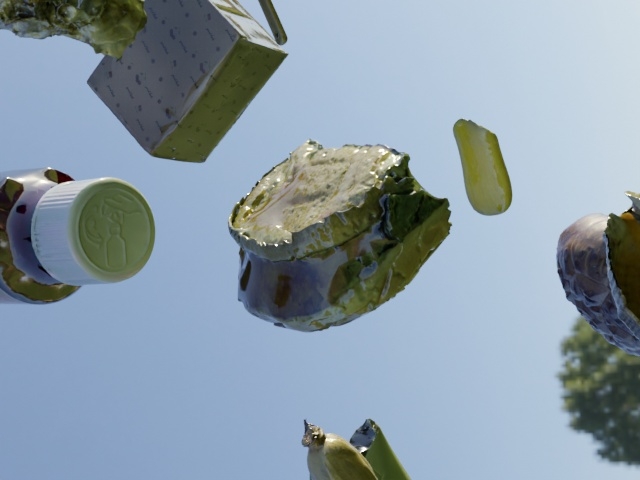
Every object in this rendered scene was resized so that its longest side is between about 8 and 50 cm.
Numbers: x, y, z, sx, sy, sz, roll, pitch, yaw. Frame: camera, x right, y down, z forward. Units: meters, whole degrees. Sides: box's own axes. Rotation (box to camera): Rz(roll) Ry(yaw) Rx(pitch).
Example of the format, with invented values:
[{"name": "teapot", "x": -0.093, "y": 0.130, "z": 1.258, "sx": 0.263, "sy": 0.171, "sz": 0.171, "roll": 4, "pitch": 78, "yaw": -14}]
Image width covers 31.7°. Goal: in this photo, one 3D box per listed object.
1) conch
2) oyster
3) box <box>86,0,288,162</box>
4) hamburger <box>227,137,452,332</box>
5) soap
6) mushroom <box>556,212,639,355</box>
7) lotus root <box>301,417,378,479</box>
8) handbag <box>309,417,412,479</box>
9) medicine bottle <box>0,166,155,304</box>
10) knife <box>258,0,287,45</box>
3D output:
[{"name": "conch", "x": 0.380, "y": 0.049, "z": 1.154, "sx": 0.178, "sy": 0.163, "sz": 0.245, "roll": -20, "pitch": -113, "yaw": -45}, {"name": "oyster", "x": -0.374, "y": -0.357, "z": 1.672, "sx": 0.107, "sy": 0.233, "sz": 0.161, "roll": 114, "pitch": 143, "yaw": -57}, {"name": "box", "x": -0.255, "y": -0.336, "z": 2.192, "sx": 0.225, "sy": 0.297, "sz": 0.190, "roll": 48, "pitch": -159, "yaw": 21}, {"name": "hamburger", "x": 0.000, "y": 0.000, "z": 1.198, "sx": 0.211, "sy": 0.309, "sz": 0.132, "roll": -44, "pitch": -66, "yaw": -13}, {"name": "soap", "x": 0.269, "y": -0.123, "z": 1.864, "sx": 0.033, "sy": 0.089, "sz": 0.168, "roll": -18, "pitch": -83, "yaw": -50}, {"name": "mushroom", "x": 0.432, "y": 0.060, "z": 1.539, "sx": 0.153, "sy": 0.253, "sz": 0.253, "roll": -46, "pitch": -41, "yaw": -14}, {"name": "lotus root", "x": 0.025, "y": 0.268, "z": 1.287, "sx": 0.150, "sy": 0.062, "sz": 0.073, "roll": 51, "pitch": -177, "yaw": -10}, {"name": "handbag", "x": 0.077, "y": 0.420, "z": 1.732, "sx": 0.315, "sy": 0.109, "sz": 0.241, "roll": 62, "pitch": -141, "yaw": -42}, {"name": "medicine bottle", "x": -0.455, "y": -0.008, "z": 1.869, "sx": 0.243, "sy": 0.395, "sz": 0.242, "roll": 1, "pitch": -92, "yaw": -39}, {"name": "knife", "x": -0.110, "y": -0.396, "z": 1.644, "sx": 0.022, "sy": 0.046, "sz": 0.256, "roll": -20, "pitch": -98, "yaw": -33}]
